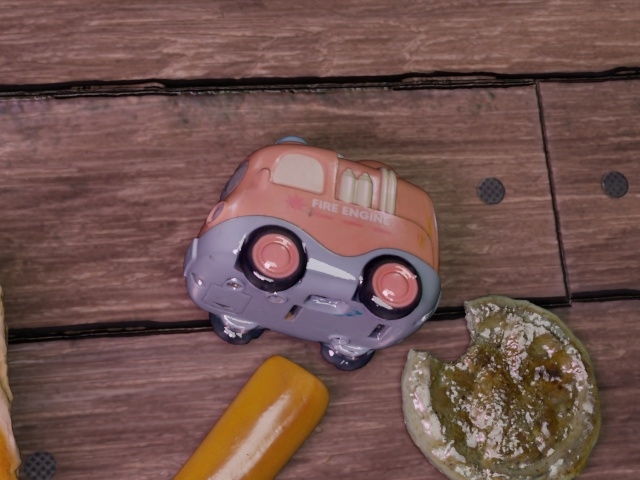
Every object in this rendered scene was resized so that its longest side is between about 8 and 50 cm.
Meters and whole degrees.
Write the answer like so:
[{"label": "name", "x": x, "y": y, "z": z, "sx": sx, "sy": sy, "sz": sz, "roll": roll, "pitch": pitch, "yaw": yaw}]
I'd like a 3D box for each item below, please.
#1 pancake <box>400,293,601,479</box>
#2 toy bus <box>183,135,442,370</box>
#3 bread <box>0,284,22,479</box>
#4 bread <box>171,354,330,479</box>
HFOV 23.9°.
[{"label": "pancake", "x": 0.220, "y": 0.186, "z": 1.785, "sx": 0.253, "sy": 0.037, "sz": 0.254, "roll": 3, "pitch": 75, "yaw": -13}, {"label": "toy bus", "x": 0.000, "y": 0.000, "z": 1.702, "sx": 0.287, "sy": 0.194, "sz": 0.232, "roll": 15, "pitch": 65, "yaw": -9}, {"label": "bread", "x": -0.478, "y": 0.218, "z": 1.461, "sx": 0.371, "sy": 0.279, "sz": 0.390, "roll": -2, "pitch": 65, "yaw": -14}, {"label": "bread", "x": -0.084, "y": 0.237, "z": 1.679, "sx": 0.092, "sy": 0.074, "sz": 0.239, "roll": 40, "pitch": 71, "yaw": -7}]
